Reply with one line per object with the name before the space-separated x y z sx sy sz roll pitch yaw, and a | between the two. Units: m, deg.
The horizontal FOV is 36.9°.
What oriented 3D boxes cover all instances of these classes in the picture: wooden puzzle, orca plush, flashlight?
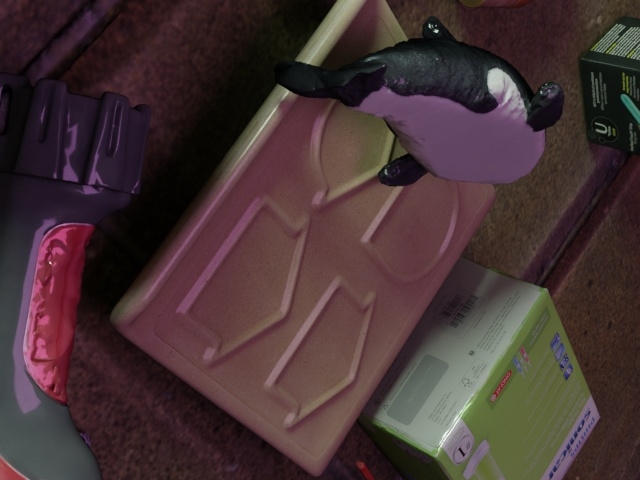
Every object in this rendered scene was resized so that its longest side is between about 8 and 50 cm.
wooden puzzle | 0.000 0.000 0.803 0.322 0.080 0.348 -55 143 -13
orca plush | 0.077 -0.117 0.724 0.287 0.151 0.102 2 63 -42
flashlight | -0.164 0.059 0.593 0.103 0.103 0.304 13 87 -66

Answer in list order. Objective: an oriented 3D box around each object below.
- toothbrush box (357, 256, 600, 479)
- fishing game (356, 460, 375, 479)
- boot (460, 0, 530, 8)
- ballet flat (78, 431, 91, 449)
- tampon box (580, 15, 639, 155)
toothbrush box | 0.178 0.187 1.040 0.206 0.122 0.283 -53 137 -17
fishing game | -0.031 0.338 0.946 0.264 0.041 0.189 -43 133 -14
boot | 0.194 -0.312 0.873 0.152 0.073 0.197 -21 134 -39
ballet flat | -0.193 0.199 0.706 0.041 0.041 0.114 31 83 -49
tampon box | 0.393 -0.167 1.082 0.101 0.161 0.121 -42 135 -27
